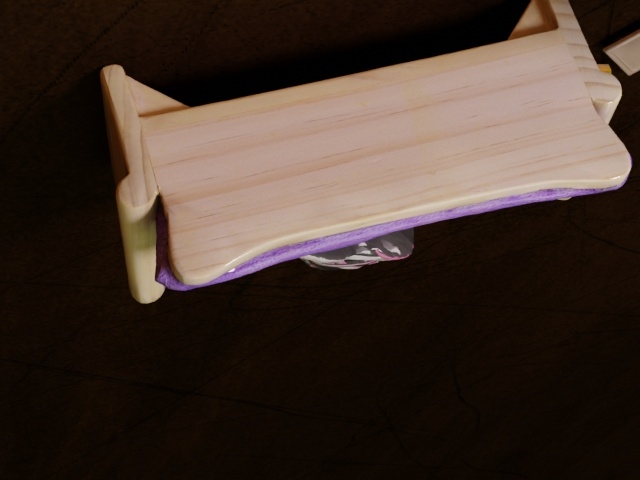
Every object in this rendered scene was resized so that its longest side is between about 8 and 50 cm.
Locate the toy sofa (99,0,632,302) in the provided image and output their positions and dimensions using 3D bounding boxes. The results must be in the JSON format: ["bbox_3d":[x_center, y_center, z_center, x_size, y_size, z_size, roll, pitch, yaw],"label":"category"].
[{"bbox_3d":[0.030,-0.050,1.013,0.362,0.177,0.150,-14,155,-11],"label":"toy sofa"}]

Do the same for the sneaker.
[{"bbox_3d":[0.000,0.000,1.234,0.178,0.072,0.077,14,152,-41],"label":"sneaker"}]

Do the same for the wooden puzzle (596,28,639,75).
[{"bbox_3d":[0.269,-0.163,1.138,0.116,0.014,0.078,-25,159,16],"label":"wooden puzzle"}]
